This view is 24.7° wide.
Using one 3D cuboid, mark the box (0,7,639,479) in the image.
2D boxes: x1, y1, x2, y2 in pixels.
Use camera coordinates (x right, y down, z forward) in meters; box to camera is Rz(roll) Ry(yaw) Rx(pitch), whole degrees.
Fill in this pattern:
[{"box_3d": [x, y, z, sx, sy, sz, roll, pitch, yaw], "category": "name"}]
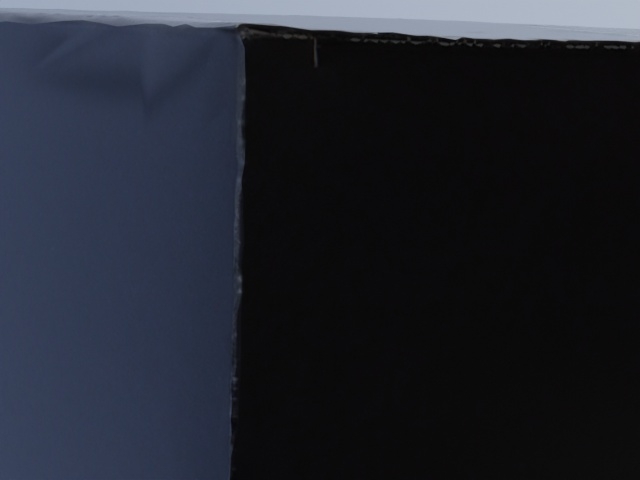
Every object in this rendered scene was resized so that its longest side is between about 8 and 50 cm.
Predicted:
[{"box_3d": [0.000, 0.000, 0.580, 0.313, 0.343, 0.178, -3, -80, -36], "category": "box"}]
